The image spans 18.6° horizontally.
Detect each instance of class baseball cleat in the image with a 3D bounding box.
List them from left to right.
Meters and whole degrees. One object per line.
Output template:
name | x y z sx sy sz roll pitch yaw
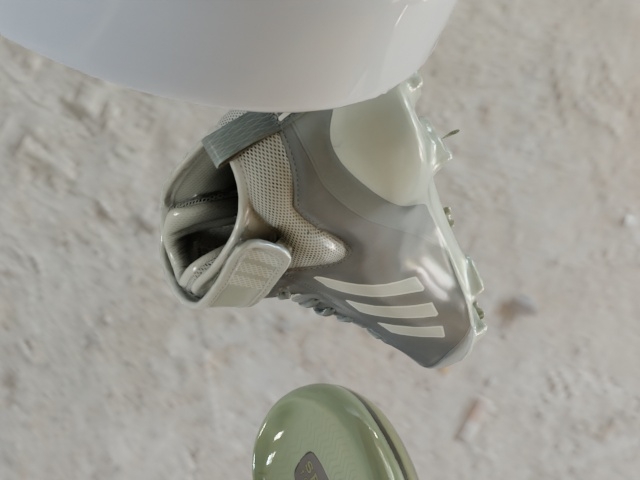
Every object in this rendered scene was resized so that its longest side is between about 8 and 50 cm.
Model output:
baseball cleat | 0.000 0.000 0.695 0.109 0.072 0.206 -25 148 -3

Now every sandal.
sandal | 0.015 0.191 0.888 0.086 0.303 0.120 15 123 -38

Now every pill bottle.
pill bottle | 0.008 -0.224 0.453 0.210 0.210 0.363 3 129 -25
